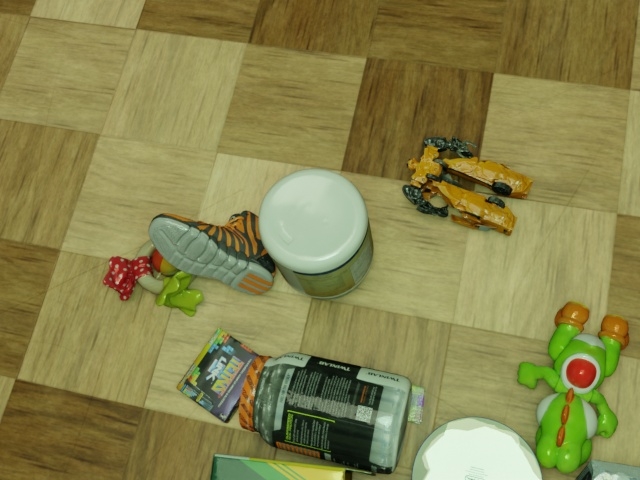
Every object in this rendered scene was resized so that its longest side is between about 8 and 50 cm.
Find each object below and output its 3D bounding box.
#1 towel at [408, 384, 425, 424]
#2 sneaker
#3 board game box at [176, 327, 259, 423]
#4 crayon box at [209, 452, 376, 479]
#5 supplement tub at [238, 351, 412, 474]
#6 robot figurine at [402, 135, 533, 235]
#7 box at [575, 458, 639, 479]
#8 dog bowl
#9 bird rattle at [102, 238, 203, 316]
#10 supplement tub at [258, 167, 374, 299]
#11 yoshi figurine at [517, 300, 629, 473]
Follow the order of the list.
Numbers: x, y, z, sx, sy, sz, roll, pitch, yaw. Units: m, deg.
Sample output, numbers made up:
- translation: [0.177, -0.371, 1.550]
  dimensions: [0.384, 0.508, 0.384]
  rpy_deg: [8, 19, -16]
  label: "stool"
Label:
- translation: [0.200, 0.364, 1.616]
  dimensions: [0.060, 0.009, 0.083]
  rpy_deg: [7, 72, 11]
  label: "towel"
- translation: [-0.246, -0.006, 1.693]
  dimensions: [0.124, 0.321, 0.180]
  rpy_deg: [-39, 33, 33]
  label: "sneaker"
- translation: [-0.225, 0.310, 1.671]
  dimensions: [0.141, 0.048, 0.170]
  rpy_deg: [30, 78, 17]
  label: "board game box"
- translation: [-0.049, 0.500, 1.500]
  dimensions: [0.318, 0.202, 0.081]
  rpy_deg: [3, 72, 9]
  label: "crayon box"
- translation: [0.012, 0.356, 1.536]
  dimensions: [0.338, 0.207, 0.207]
  rpy_deg: [11, 73, 12]
  label: "supplement tub"
- translation: [0.340, -0.127, 1.727]
  dimensions: [0.291, 0.085, 0.211]
  rpy_deg: [23, 75, 14]
  label: "robot figurine"
- translation: [0.635, 0.533, 1.406]
  dimensions: [0.247, 0.163, 0.142]
  rpy_deg: [6, 58, 9]
  label: "box"
- translation: [0.321, 0.500, 1.489]
  dimensions: [0.264, 0.104, 0.265]
  rpy_deg: [-5, 68, 12]
  label: "dog bowl"
- translation: [-0.387, 0.074, 1.760]
  dimensions: [0.253, 0.143, 0.207]
  rpy_deg: [17, 62, 26]
  label: "bird rattle"
- translation: [0.000, 0.000, 1.604]
  dimensions: [0.228, 0.316, 0.228]
  rpy_deg: [-2, 71, 7]
  label: "supplement tub"
- translation: [0.530, 0.327, 1.529]
  dimensions: [0.203, 0.203, 0.362]
  rpy_deg: [40, 60, -22]
  label: "yoshi figurine"
